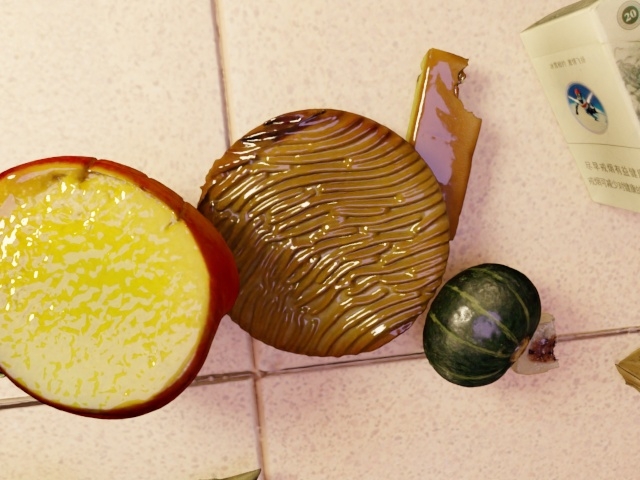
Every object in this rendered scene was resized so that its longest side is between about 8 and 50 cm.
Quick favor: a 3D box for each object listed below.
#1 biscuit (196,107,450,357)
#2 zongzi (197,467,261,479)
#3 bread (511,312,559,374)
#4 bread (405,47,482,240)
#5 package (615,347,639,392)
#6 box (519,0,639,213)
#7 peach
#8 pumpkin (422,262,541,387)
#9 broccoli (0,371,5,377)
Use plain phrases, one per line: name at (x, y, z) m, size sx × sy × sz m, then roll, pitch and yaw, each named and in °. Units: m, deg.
biscuit at (0.000, 0.000, 0.667) m, size 0.319 × 0.040 × 0.317 m, roll 1°, pitch 105°, yaw 4°
zongzi at (-0.151, 0.423, 0.739) m, size 0.205 × 0.094 × 0.204 m, roll -20°, pitch 107°, yaw -12°
bread at (0.298, 0.147, 0.765) m, size 0.070 × 0.035 × 0.083 m, roll -8°, pitch 105°, yaw -4°
bread at (0.148, -0.117, 0.686) m, size 0.088 × 0.049 × 0.225 m, roll 10°, pitch 100°, yaw -7°
package at (0.500, 0.169, 0.776) m, size 0.131 × 0.071 × 0.047 m, roll -36°, pitch 98°, yaw -1°
box at (0.350, -0.158, 0.644) m, size 0.069 × 0.164 × 0.256 m, roll -30°, pitch 103°, yaw 2°
peach at (-0.242, 0.045, 0.574) m, size 0.275 × 0.245 × 0.248 m, roll 43°, pitch 53°, yaw -17°
pumpkin at (0.202, 0.106, 0.688) m, size 0.125 × 0.167 × 0.167 m, roll 32°, pitch 96°, yaw 18°
broccoli at (-0.395, 0.117, 0.644) m, size 0.095 × 0.092 × 0.096 m, roll 1°, pitch 83°, yaw -20°
